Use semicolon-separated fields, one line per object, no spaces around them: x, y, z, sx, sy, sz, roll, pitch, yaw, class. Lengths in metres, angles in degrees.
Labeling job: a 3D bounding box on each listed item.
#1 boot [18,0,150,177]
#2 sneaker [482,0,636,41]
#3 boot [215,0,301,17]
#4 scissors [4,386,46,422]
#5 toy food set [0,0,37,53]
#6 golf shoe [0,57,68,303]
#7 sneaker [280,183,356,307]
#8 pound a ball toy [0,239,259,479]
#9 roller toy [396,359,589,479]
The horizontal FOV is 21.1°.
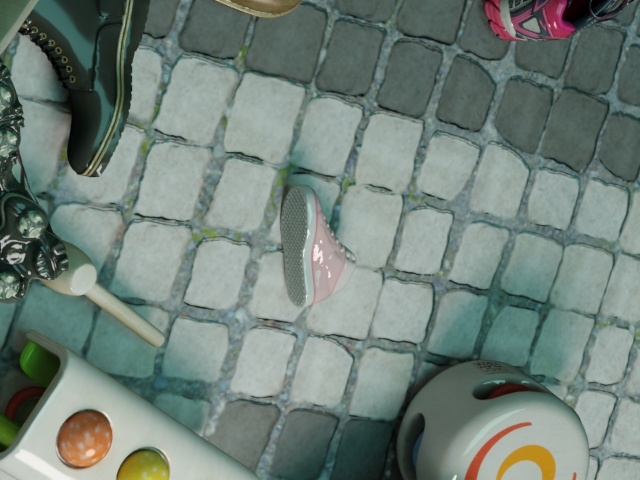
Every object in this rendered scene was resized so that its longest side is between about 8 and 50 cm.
-0.243;-0.165;1.579;0.137;0.077;0.198;12;83;-32;boot
0.322;-0.299;1.895;0.299;0.112;0.121;-37;120;-22;sneaker
-0.102;-0.309;1.602;0.305;0.115;0.112;42;77;-36;boot
-0.275;0.277;1.704;0.109;0.021;0.297;2;100;-37;scissors
-0.291;-0.324;1.407;0.219;0.092;0.306;-61;149;-21;toy food set
-0.310;-0.075;1.506;0.105;0.120;0.273;-22;123;-16;golf shoe
0.000;0.000;1.798;0.070;0.051;0.134;-15;114;-32;sneaker
-0.185;0.168;1.643;0.319;0.136;0.208;40;79;-37;pound a ball toy
0.191;0.235;1.934;0.209;0.146;0.191;-44;120;-5;roller toy
